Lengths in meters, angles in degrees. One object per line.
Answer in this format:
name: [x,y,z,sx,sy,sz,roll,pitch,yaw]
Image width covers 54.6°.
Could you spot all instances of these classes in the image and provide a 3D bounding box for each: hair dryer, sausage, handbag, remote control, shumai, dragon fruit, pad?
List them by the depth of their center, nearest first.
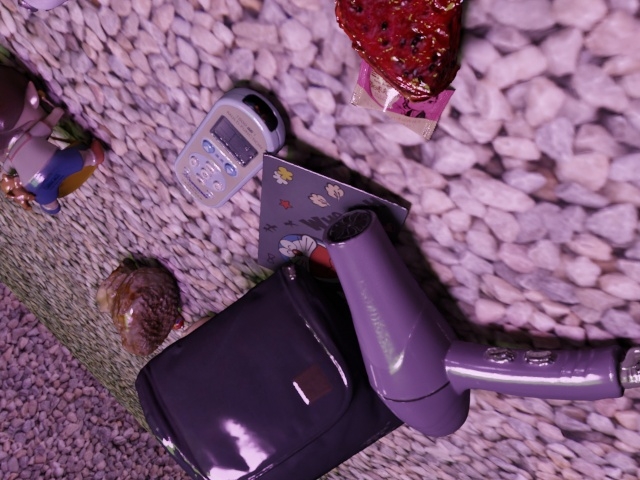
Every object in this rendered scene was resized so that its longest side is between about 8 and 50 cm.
dragon fruit: [0.054,-0.173,0.484,0.131,0.063,0.097,29,115,20]
hair dryer: [0.187,0.095,0.636,0.361,0.121,0.301,-4,126,37]
remote control: [-0.112,-0.105,0.741,0.087,0.047,0.244,49,149,-8]
pad: [0.000,0.000,0.748,0.170,0.006,0.246,23,149,6]
handbag: [-0.059,0.208,0.804,0.275,0.301,0.178,52,-174,-35]
shumai: [-0.362,0.122,1.199,0.152,0.161,0.209,28,165,15]
sausage: [-0.340,0.152,1.330,0.129,0.034,0.034,32,148,14]

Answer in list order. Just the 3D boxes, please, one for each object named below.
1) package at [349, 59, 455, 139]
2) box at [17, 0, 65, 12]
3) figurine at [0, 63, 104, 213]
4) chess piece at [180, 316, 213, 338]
package: [0.068,-0.124,0.535,0.083,0.029,0.059,26,140,5]
box: [-0.204,-0.329,0.497,0.369,0.112,0.190,-4,127,49]
figurine: [-0.477,-0.176,0.961,0.275,0.161,0.158,47,-175,-5]
chess piece: [-0.158,0.179,1.087,0.117,0.117,0.397,50,149,-15]
